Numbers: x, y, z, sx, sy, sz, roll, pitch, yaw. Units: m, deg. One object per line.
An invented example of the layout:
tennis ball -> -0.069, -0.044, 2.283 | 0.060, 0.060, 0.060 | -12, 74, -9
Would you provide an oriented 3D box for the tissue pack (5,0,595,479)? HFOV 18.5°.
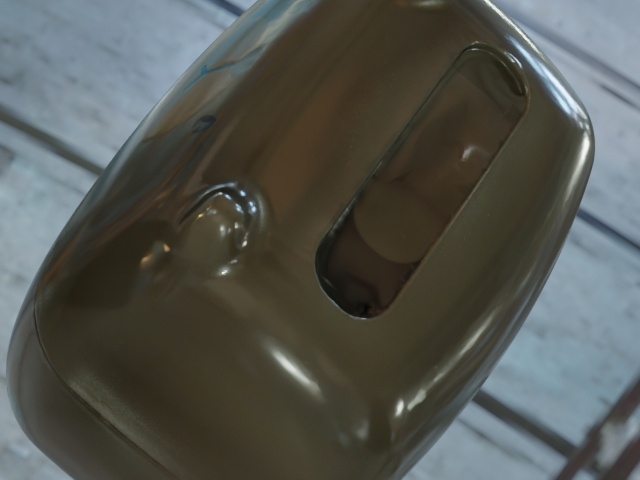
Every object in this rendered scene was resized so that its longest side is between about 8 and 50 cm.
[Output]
tissue pack -> 0.000, 0.000, 1.231 | 0.267, 0.277, 0.387 | 42, 56, -7
